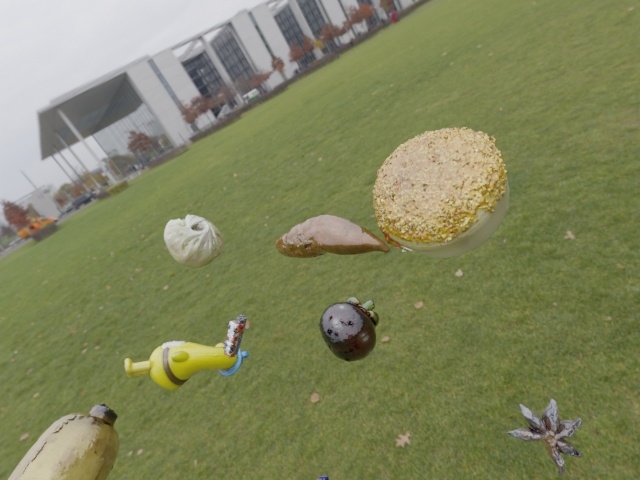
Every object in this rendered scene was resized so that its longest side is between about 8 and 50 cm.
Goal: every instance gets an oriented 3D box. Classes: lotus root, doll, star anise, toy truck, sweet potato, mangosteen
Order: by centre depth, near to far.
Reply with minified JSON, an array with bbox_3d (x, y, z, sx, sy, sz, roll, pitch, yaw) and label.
[{"bbox_3d":[-0.161,0.180,0.780,0.024,0.083,0.032,24,17,37],"label":"toy truck"},{"bbox_3d":[-0.512,0.459,0.829,0.146,0.160,0.284,-14,32,26],"label":"lotus root"},{"bbox_3d":[-0.006,-0.010,0.954,0.355,0.106,0.095,-2,47,47],"label":"sweet potato"},{"bbox_3d":[0.664,0.552,1.196,0.171,0.208,0.063,-51,-12,-3],"label":"star anise"},{"bbox_3d":[-0.405,0.379,1.284,0.364,0.145,0.199,-3,-23,-19],"label":"doll"},{"bbox_3d":[0.110,0.311,1.447,0.216,0.216,0.216,-27,21,11],"label":"mangosteen"}]

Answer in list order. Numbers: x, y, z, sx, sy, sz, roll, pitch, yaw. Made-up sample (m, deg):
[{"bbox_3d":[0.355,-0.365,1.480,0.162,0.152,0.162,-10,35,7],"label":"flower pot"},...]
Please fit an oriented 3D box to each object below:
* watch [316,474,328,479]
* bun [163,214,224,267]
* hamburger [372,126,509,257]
[{"bbox_3d":[0.048,1.108,1.706,0.201,0.171,0.195,5,72,22],"label":"watch"},{"bbox_3d":[-0.412,-0.012,1.363,0.179,0.193,0.128,-30,-11,-48],"label":"bun"},{"bbox_3d":[0.241,-0.101,0.866,0.295,0.179,0.275,-18,54,38],"label":"hamburger"}]
